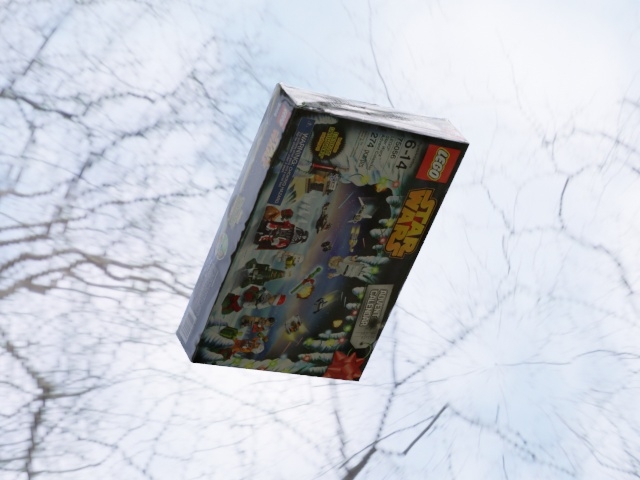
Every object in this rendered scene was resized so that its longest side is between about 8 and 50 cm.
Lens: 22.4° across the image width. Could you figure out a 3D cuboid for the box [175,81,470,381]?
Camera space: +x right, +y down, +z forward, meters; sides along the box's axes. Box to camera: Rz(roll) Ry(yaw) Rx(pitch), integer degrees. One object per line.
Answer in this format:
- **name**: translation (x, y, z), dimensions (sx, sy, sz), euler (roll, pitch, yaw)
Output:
- **box**: translation (0.000, 0.000, 0.747), dimensions (0.094, 0.027, 0.137), euler (8, -62, -30)
